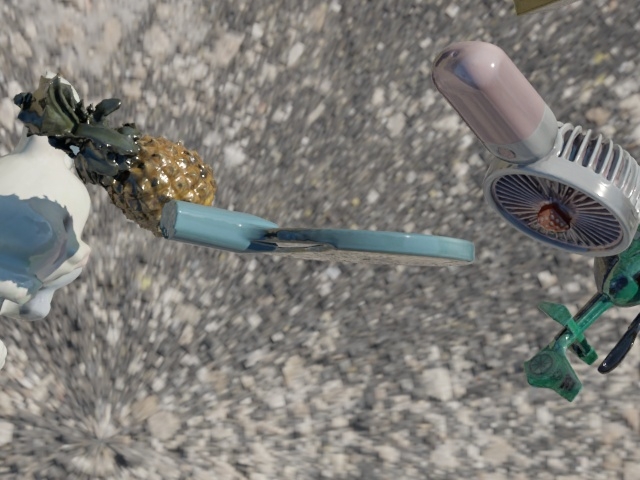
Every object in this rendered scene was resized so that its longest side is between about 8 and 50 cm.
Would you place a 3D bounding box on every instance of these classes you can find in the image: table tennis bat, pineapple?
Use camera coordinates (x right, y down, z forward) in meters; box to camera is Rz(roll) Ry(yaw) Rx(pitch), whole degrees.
[{"bbox_3d":[0.000,0.000,1.470,0.329,0.215,0.044,7,86,-29],"label":"table tennis bat"},{"bbox_3d":[-0.230,-0.098,1.635,0.237,0.119,0.111,37,40,-29],"label":"pineapple"}]

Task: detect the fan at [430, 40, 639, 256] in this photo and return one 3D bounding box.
[{"bbox_3d":[0.167,-0.071,1.185,0.244,0.130,0.074,43,65,-38],"label":"fan"}]

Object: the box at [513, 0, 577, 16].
[{"bbox_3d":[0.290,-0.345,1.587,0.071,0.240,0.159,-12,89,-36],"label":"box"}]

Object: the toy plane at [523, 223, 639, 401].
[{"bbox_3d":[0.385,0.039,1.867,0.382,0.155,0.106,-44,129,-7],"label":"toy plane"}]

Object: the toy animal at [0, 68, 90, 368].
[{"bbox_3d":[-0.403,-0.025,1.836,0.241,0.196,0.367,41,80,8],"label":"toy animal"}]
